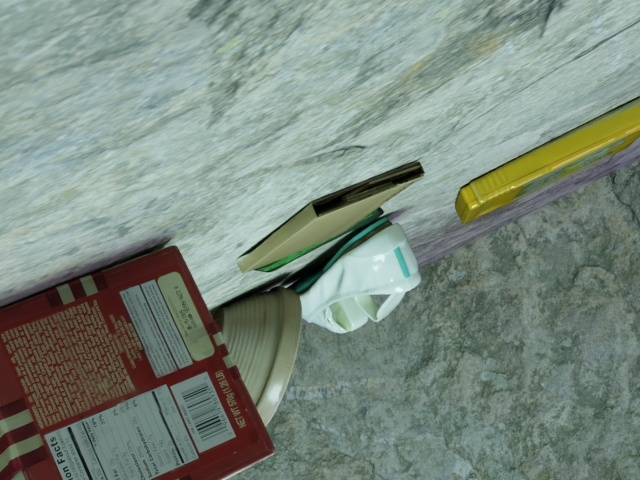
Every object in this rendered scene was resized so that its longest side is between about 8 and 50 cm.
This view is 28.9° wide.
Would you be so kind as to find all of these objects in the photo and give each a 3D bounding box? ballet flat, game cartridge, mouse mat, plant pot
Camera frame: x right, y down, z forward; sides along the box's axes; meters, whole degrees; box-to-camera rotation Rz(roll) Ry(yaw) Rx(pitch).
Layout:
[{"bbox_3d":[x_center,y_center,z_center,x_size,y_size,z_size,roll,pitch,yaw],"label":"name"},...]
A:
[{"bbox_3d":[0.045,0.081,1.978,0.139,0.139,0.400,-24,174,-25],"label":"ballet flat"},{"bbox_3d":[0.380,-0.123,2.065,0.324,0.052,0.285,-28,174,2],"label":"game cartridge"},{"bbox_3d":[0.000,0.000,1.713,0.190,0.007,0.152,-26,174,5],"label":"mouse mat"},{"bbox_3d":[-0.123,0.177,1.961,0.110,0.237,0.237,17,159,-15],"label":"plant pot"}]

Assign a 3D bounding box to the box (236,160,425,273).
[{"bbox_3d":[0.009,-0.025,1.458,0.164,0.021,0.201,-22,173,-33],"label":"box"}]

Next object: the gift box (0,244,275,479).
[{"bbox_3d":[-0.200,0.176,1.189,0.276,0.255,0.258,-16,168,-30],"label":"gift box"}]
